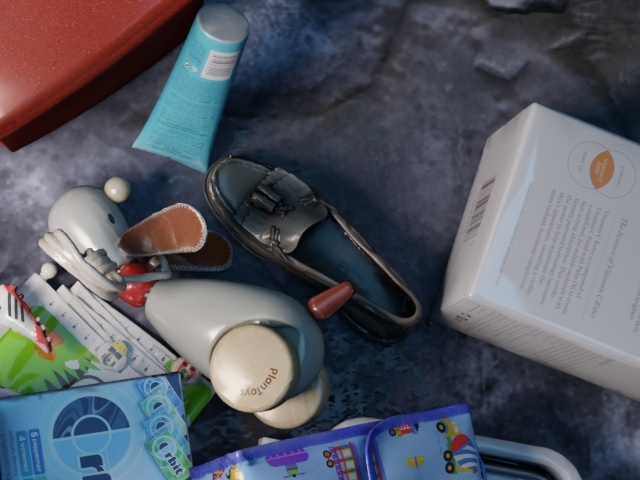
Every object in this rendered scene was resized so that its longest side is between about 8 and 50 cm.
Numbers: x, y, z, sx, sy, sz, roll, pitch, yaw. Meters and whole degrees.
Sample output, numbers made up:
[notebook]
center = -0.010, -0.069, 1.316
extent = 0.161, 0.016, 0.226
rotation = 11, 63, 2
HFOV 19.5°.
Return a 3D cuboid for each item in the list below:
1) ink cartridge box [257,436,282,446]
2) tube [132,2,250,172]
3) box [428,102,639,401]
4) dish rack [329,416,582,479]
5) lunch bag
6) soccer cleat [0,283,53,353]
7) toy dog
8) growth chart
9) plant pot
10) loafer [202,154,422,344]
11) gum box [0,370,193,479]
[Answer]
[ink cartridge box]
center = -0.039, 0.259, 1.864
extent = 0.062, 0.029, 0.115
rotation = 11, 78, -10
[tube]
center = -0.123, -0.143, 1.834
extent = 0.080, 0.207, 0.052
rotation = 23, 47, -5
[box]
center = 0.317, 0.034, 1.904
extent = 0.345, 0.168, 0.215
rotation = 22, 77, -7
[dish rack]
center = 0.108, 0.357, 1.857
extent = 0.285, 0.072, 0.333
rotation = 11, 79, -9
[lunch bag]
center = 0.051, 0.287, 1.774
extent = 0.293, 0.138, 0.221
rotation = -10, 81, -25
[soccer cleat]
center = -0.293, 0.080, 1.822
extent = 0.035, 0.029, 0.083
rotation = -35, 86, -4
[toy dog]
center = -0.100, 0.036, 1.801
extent = 0.333, 0.220, 0.161
rotation = 40, 89, -6
[growth chart]
center = -0.231, 0.138, 1.849
extent = 0.237, 0.021, 0.172
rotation = 33, 77, -4
[plant pot]
center = -0.289, -0.234, 1.788
extent = 0.267, 0.267, 0.236
rotation = 44, 85, -2
[loafer]
center = 0.000, 0.000, 1.886
extent = 0.267, 0.084, 0.096
rotation = 39, 75, -3
[gum box]
center = -0.217, 0.218, 1.808
extent = 0.184, 0.041, 0.157
rotation = -8, 89, -7
